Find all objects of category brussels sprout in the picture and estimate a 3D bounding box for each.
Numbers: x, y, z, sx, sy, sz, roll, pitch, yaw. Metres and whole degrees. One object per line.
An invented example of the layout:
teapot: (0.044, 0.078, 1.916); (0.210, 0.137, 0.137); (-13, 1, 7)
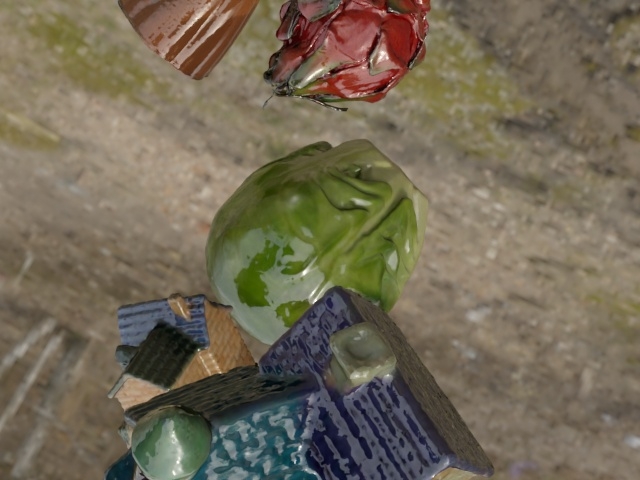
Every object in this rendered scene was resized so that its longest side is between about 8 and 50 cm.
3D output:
brussels sprout: (0.000, 0.002, 2.060); (0.289, 0.355, 0.281); (50, 167, -23)

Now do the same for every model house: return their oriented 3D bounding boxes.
model house: (-0.021, 0.204, 1.265); (0.245, 0.312, 0.280); (59, 152, 28)
model house: (-0.204, 0.160, 1.823); (0.166, 0.183, 0.172); (-6, 124, 23)

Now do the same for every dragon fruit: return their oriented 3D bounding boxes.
dragon fruit: (0.022, -0.287, 1.941); (0.234, 0.293, 0.234); (52, 173, 9)

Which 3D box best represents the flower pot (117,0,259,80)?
flower pot: (-0.189, -0.373, 2.157); (0.190, 0.173, 0.191); (42, -163, -16)
